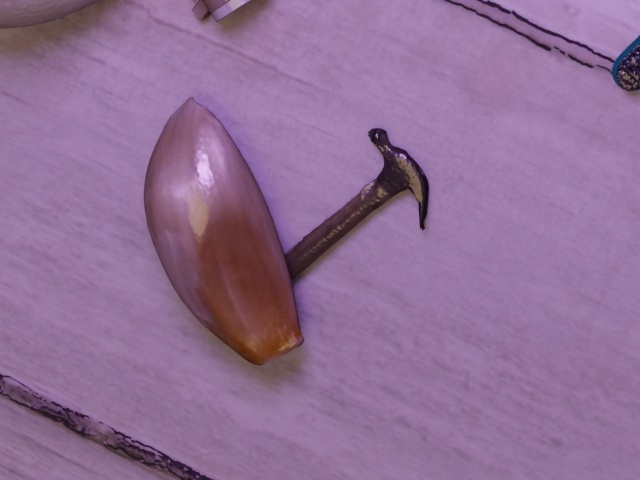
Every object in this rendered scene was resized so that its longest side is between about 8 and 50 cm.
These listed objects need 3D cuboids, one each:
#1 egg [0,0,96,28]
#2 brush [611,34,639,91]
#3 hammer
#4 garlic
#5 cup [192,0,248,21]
[{"bbox_3d":[-0.341,-0.338,1.545,0.337,0.201,0.337,11,134,11],"label":"egg"},{"bbox_3d":[0.371,-0.222,1.524,0.043,0.032,0.193,43,116,-3],"label":"brush"},{"bbox_3d":[0.000,0.000,1.709,0.297,0.027,0.125,-38,92,24],"label":"hammer"},{"bbox_3d":[-0.120,0.002,1.697,0.143,0.112,0.318,-18,106,22],"label":"garlic"},{"bbox_3d":[-0.112,-0.294,1.616,0.074,0.102,0.099,-34,99,-15],"label":"cup"}]
